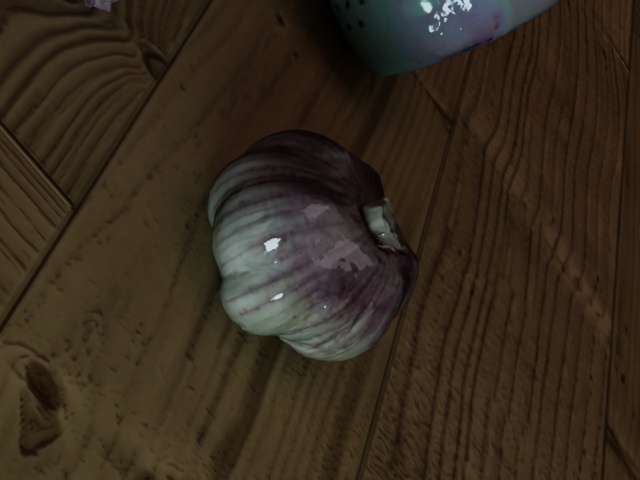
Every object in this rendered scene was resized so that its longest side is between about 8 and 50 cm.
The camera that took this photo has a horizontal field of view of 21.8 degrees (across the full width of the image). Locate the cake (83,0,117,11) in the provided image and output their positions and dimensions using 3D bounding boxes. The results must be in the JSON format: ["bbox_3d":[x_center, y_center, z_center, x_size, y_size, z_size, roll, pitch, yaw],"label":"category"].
[{"bbox_3d":[-0.159,-0.287,1.005,0.113,0.116,0.295,9,59,-62],"label":"cake"}]

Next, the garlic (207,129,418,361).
[{"bbox_3d":[0.000,0.000,1.015,0.159,0.102,0.147,-2,64,-62],"label":"garlic"}]

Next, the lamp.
[{"bbox_3d":[0.026,-0.276,1.273,0.247,0.247,0.301,-31,105,-25],"label":"lamp"}]
